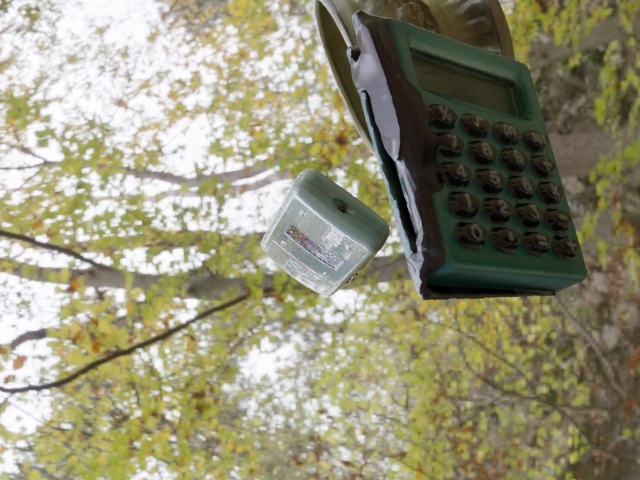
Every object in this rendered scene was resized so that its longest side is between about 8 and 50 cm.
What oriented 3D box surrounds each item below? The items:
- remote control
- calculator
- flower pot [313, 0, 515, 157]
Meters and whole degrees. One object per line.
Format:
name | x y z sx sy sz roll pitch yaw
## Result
remote control | 0.000 0.000 1.246 0.140 0.296 0.056 38 -109 1
calculator | 0.147 -0.076 0.880 0.248 0.058 0.274 6 -115 -42
flower pot | 0.147 -0.299 1.431 0.244 0.307 0.307 -24 -73 -4
